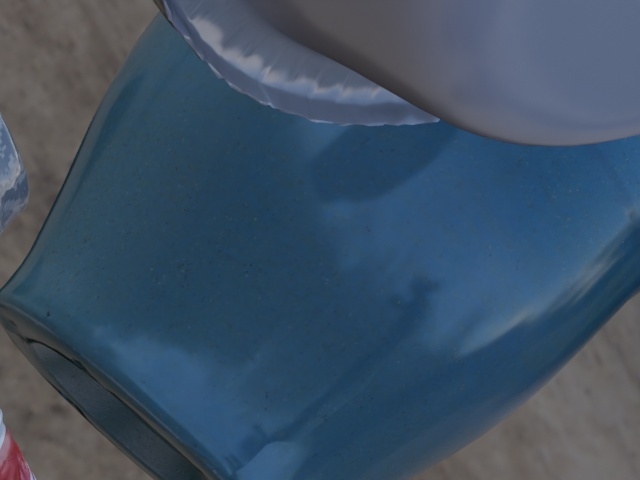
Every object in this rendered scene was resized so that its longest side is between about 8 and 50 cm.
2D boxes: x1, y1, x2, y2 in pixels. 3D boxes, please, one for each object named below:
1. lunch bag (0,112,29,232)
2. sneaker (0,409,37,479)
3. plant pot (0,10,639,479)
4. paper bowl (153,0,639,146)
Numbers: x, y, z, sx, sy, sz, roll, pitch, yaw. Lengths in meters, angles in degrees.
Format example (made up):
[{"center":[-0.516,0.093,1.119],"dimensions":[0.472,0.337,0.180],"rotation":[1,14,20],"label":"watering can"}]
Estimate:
[{"center":[-0.409,-0.024,1.622],"dimensions":[0.256,0.212,0.305],"rotation":[56,43,-29],"label":"lunch bag"},{"center":[-0.281,0.249,1.582],"dimensions":[0.128,0.087,0.221],"rotation":[56,22,-24],"label":"sneaker"},{"center":[0.000,0.000,0.842],"dimensions":[0.255,0.271,0.272],"rotation":[-49,118,-15],"label":"plant pot"},{"center":[0.077,-0.135,0.455],"dimensions":[0.284,0.284,0.148],"rotation":[16,38,-56],"label":"paper bowl"}]
